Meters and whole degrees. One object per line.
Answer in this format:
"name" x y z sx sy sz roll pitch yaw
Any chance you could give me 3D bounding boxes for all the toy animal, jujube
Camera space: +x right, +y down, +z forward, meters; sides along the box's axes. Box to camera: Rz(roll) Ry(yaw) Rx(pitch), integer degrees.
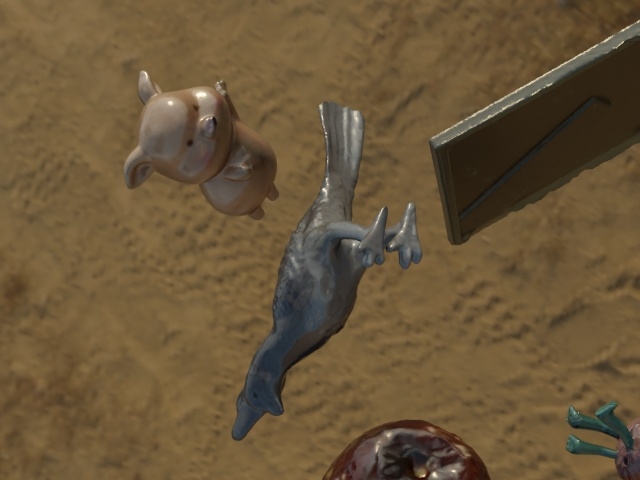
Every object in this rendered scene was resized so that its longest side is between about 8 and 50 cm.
"toy animal" 0.353 0.207 1.645 0.100 0.208 0.103 32 102 64
"toy animal" 0.014 0.010 1.505 0.206 0.081 0.367 -14 54 57
"toy animal" -0.089 -0.066 1.256 0.089 0.150 0.083 -36 33 29
"jujube" 0.087 0.325 1.686 0.318 0.223 0.223 97 157 -48

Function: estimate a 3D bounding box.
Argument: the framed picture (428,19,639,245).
"framed picture" 0.230 -0.105 1.452 0.281 0.209 0.019 -29 64 -6
